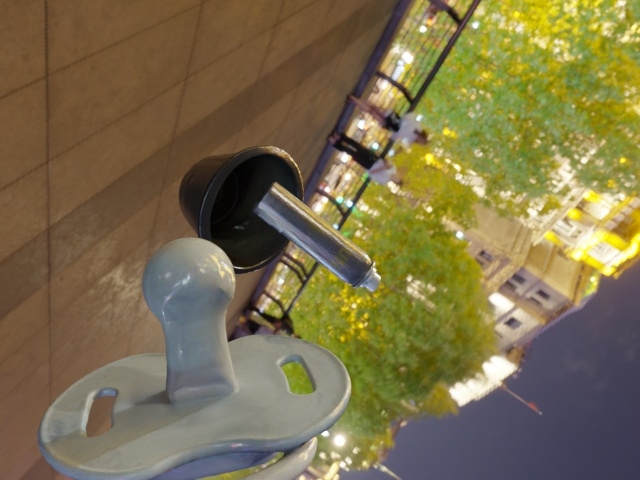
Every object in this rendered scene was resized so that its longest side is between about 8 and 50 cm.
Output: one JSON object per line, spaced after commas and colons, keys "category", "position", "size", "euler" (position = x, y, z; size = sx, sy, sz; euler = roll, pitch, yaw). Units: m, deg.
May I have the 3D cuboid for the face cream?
{"category": "face cream", "position": [0.000, 0.000, 1.074], "size": [0.073, 0.283, 0.073], "euler": [-51, -173, 9]}

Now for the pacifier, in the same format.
{"category": "pacifier", "position": [-0.114, 0.110, 0.509], "size": [0.238, 0.287, 0.226], "euler": [-132, -145, -72]}

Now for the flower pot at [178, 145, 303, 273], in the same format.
{"category": "flower pot", "position": [-0.179, -0.081, 1.147], "size": [0.269, 0.166, 0.269], "euler": [-25, 127, -38]}
